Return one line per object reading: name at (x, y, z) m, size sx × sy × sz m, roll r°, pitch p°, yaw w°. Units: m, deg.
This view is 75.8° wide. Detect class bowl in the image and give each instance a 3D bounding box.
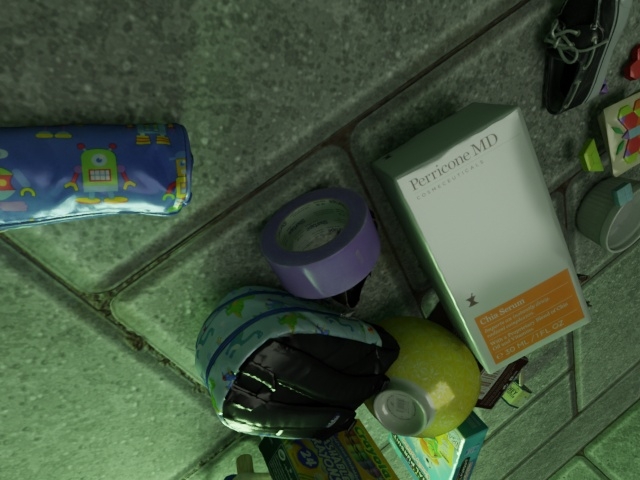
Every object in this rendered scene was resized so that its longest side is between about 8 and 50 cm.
bowl at (0.194, 0.330, 0.907) m, size 0.156 × 0.289 × 0.290 m, roll -36°, pitch 143°, yaw -59°

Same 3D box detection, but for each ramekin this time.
ramekin at (0.826, -0.079, 1.156) m, size 0.207 × 0.109 × 0.207 m, roll -13°, pitch 122°, yaw -22°

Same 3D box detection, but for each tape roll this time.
tape roll at (0.000, 0.000, 0.689) m, size 0.188 × 0.189 × 0.080 m, roll -33°, pitch 128°, yaw -8°

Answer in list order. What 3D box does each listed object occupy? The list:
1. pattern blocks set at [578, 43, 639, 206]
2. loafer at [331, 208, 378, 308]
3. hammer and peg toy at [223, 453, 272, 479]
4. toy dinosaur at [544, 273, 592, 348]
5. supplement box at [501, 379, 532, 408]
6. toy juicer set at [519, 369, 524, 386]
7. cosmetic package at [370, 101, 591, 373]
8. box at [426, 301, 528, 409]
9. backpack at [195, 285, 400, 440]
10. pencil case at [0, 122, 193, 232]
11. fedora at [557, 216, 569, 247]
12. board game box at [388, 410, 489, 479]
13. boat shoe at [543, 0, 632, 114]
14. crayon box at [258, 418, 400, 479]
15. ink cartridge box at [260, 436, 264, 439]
pattern blocks set at (0.744, -0.261, 0.989) m, size 0.285 × 0.026 × 0.325 m, roll -40°, pitch 110°, yaw -3°
loafer at (0.078, 0.043, 0.828) m, size 0.080 × 0.078 × 0.220 m, roll -5°, pitch 120°, yaw -27°
hammer and peg toy at (-0.173, 0.658, 0.978) m, size 0.265 × 0.127 × 0.361 m, roll 23°, pitch 117°, yaw -33°
toy dinosaur at (0.685, 0.188, 1.227) m, size 0.200 × 0.127 × 0.296 m, roll 1°, pitch 121°, yaw -30°
supplement box at (0.703, 0.552, 1.489) m, size 0.083 × 0.056 × 0.083 m, roll 29°, pitch 101°, yaw -38°
toy juicer set at (0.528, 0.329, 1.255) m, size 0.328 × 0.089 × 0.210 m, roll 15°, pitch 91°, yaw -32°
cosmetic package at (0.306, 0.003, 0.779) m, size 0.230 × 0.161 × 0.453 m, roll -30°, pitch 111°, yaw 4°
box at (0.375, 0.295, 1.061) m, size 0.167 × 0.203 × 0.169 m, roll 22°, pitch 106°, yaw -36°
backpack at (-0.061, 0.231, 0.775) m, size 0.290 × 0.273 × 0.355 m, roll -54°, pitch 148°, yaw 11°
pencil case at (-0.314, -0.078, 0.511) m, size 0.305 × 0.119 × 0.133 m, roll -9°, pitch 92°, yaw -24°
fedora at (0.416, 0.014, 0.966) m, size 0.275 × 0.124 × 0.244 m, roll 3°, pitch 114°, yaw -16°
board game box at (0.303, 0.533, 1.128) m, size 0.079 × 0.254 × 0.336 m, roll -11°, pitch 122°, yaw -22°
boat shoe at (0.488, -0.384, 0.790) m, size 0.104 × 0.113 × 0.306 m, roll -29°, pitch 143°, yaw -4°
crayon box at (0.045, 0.507, 0.921) m, size 0.322 × 0.203 × 0.083 m, roll 19°, pitch 107°, yaw -38°
ink cartridge box at (-0.064, 0.435, 0.988) m, size 0.150 × 0.063 × 0.109 m, roll -9°, pitch 122°, yaw -26°
